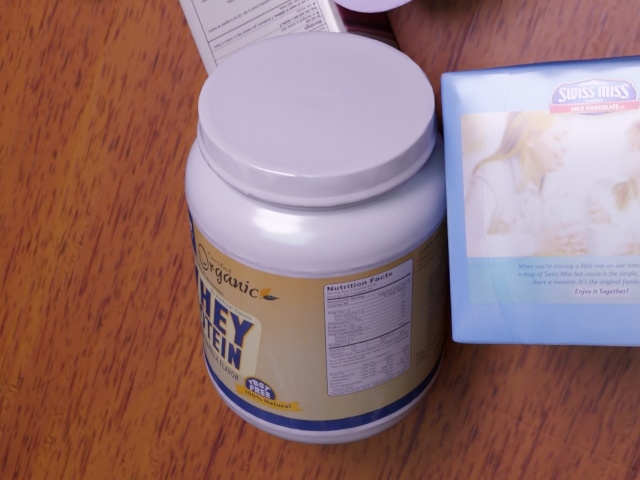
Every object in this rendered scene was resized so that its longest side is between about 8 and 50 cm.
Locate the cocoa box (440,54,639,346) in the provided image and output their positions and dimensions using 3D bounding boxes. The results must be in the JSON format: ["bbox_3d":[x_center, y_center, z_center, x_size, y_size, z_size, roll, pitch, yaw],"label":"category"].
[{"bbox_3d":[0.297,-0.039,1.199,0.347,0.228,0.232,-1,96,24],"label":"cocoa box"}]

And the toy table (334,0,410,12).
[{"bbox_3d":[0.078,-0.351,1.272,0.252,0.161,0.274,30,118,2],"label":"toy table"}]

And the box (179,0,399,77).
[{"bbox_3d":[-0.038,-0.232,1.385,0.148,0.127,0.232,-22,87,25],"label":"box"}]

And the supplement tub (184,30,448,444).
[{"bbox_3d":[0.000,0.000,1.276,0.228,0.228,0.316,19,137,21],"label":"supplement tub"}]
